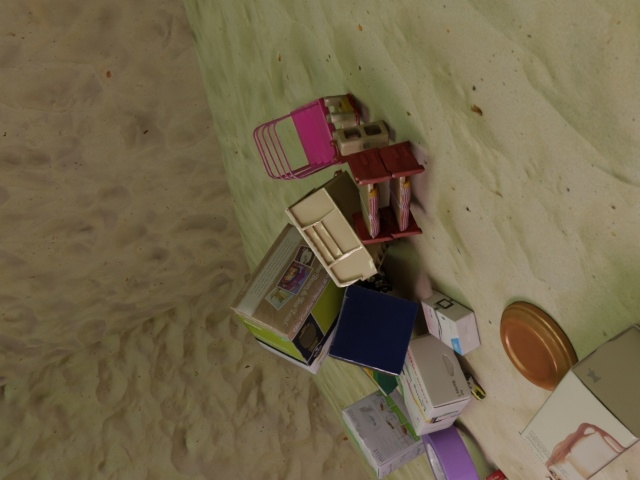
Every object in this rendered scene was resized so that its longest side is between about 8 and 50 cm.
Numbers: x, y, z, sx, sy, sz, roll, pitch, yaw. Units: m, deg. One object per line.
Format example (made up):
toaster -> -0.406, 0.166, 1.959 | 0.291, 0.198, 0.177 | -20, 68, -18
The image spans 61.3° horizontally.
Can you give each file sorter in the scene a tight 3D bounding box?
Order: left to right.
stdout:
file sorter -> -0.083, -0.305, 1.712 | 0.202, 0.182, 0.290 | 69, 163, -13

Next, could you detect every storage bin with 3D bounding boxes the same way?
storage bin -> 0.062, -0.036, 1.463 | 0.260, 0.123, 0.262 | 56, -159, -6

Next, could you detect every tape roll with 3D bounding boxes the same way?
tape roll -> 0.407, 0.706, 1.675 | 0.275, 0.090, 0.275 | 161, 90, -85

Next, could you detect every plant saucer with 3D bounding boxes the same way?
plant saucer -> 0.434, 0.222, 1.102 | 0.200, 0.037, 0.200 | 56, 161, 31

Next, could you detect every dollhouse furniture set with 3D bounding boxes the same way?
dollhouse furniture set -> 0.127, -0.195, 1.352 | 0.201, 0.152, 0.374 | 82, 174, -46

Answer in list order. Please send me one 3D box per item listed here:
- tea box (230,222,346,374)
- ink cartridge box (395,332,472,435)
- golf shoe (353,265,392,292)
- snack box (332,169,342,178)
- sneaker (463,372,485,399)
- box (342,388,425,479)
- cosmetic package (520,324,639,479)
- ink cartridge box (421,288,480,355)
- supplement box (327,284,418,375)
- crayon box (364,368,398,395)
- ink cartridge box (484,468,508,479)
tea box -> -0.058, 0.184, 1.692 | 0.219, 0.329, 0.324 | 21, 154, 27
ink cartridge box -> 0.312, 0.411, 1.542 | 0.278, 0.117, 0.201 | 91, 164, -56
golf shoe -> 0.137, 0.099, 1.617 | 0.273, 0.105, 0.120 | 38, -147, -70
snack box -> 0.092, -0.134, 1.694 | 0.178, 0.022, 0.064 | 61, 164, 15
sneaker -> 0.405, 0.394, 1.445 | 0.083, 0.031, 0.035 | 56, 162, 31
box -> 0.246, 0.717, 2.049 | 0.262, 0.231, 0.127 | 50, 158, 40
cosmetic package -> 0.465, 0.291, 0.902 | 0.129, 0.153, 0.296 | 52, 161, 34
ink cartridge box -> 0.321, 0.204, 1.385 | 0.180, 0.060, 0.104 | 32, 144, 62
supplement box -> 0.143, 0.263, 1.528 | 0.356, 0.195, 0.194 | 75, -149, -75
crayon box -> 0.152, 0.413, 2.018 | 0.323, 0.083, 0.203 | 53, 172, -29
ink cartridge box -> 0.521, 0.732, 1.516 | 0.135, 0.056, 0.099 | 50, 157, 43
